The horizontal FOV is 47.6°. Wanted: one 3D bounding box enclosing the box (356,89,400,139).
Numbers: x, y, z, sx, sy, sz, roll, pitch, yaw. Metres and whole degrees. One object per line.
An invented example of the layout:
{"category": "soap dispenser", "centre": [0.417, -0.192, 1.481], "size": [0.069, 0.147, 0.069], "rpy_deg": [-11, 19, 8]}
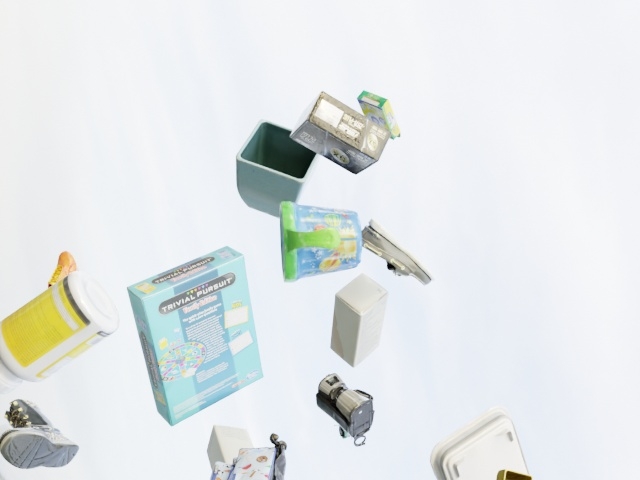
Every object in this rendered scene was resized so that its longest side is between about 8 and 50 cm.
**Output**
{"category": "box", "centre": [0.185, -0.383, 2.266], "size": [0.105, 0.043, 0.179], "rpy_deg": [29, -15, 35]}

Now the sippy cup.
{"category": "sippy cup", "centre": [0.000, 0.000, 2.075], "size": [0.305, 0.223, 0.240], "rpy_deg": [-100, -171, -56]}

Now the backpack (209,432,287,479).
{"category": "backpack", "centre": [-0.160, 0.627, 1.661], "size": [0.263, 0.213, 0.277], "rpy_deg": [-107, -172, -78]}

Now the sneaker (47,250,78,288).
{"category": "sneaker", "centre": [-0.695, 0.105, 1.950], "size": [0.067, 0.064, 0.175], "rpy_deg": [46, 35, -57]}

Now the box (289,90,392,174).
{"category": "box", "centre": [0.042, -0.232, 1.596], "size": [0.078, 0.180, 0.147], "rpy_deg": [-64, -167, -14]}

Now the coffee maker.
{"category": "coffee maker", "centre": [0.071, 0.530, 2.279], "size": [0.178, 0.120, 0.171], "rpy_deg": [32, -68, 45]}

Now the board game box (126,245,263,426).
{"category": "board game box", "centre": [-0.272, 0.213, 1.634], "size": [0.079, 0.253, 0.336], "rpy_deg": [25, -50, 47]}

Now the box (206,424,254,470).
{"category": "box", "centre": [-0.240, 0.622, 2.026], "size": [0.275, 0.113, 0.094], "rpy_deg": [-139, -116, -70]}

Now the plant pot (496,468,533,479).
{"category": "plant pot", "centre": [0.505, 0.657, 1.933], "size": [0.083, 0.081, 0.082], "rpy_deg": [127, -22, -70]}

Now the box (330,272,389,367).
{"category": "box", "centre": [0.128, 0.274, 2.459], "size": [0.121, 0.148, 0.311], "rpy_deg": [37, -36, 27]}

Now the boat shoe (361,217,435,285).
{"category": "boat shoe", "centre": [0.231, 0.052, 2.215], "size": [0.091, 0.305, 0.109], "rpy_deg": [-48, -153, 5]}

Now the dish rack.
{"category": "dish rack", "centre": [0.480, 0.672, 2.085], "size": [0.072, 0.285, 0.333], "rpy_deg": [25, -41, 62]}

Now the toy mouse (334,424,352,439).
{"category": "toy mouse", "centre": [0.079, 0.609, 2.451], "size": [0.143, 0.031, 0.161], "rpy_deg": [118, -38, -57]}

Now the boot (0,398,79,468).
{"category": "boot", "centre": [-0.679, 0.434, 1.656], "size": [0.178, 0.085, 0.236], "rpy_deg": [34, -7, 28]}

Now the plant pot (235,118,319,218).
{"category": "plant pot", "centre": [-0.154, -0.224, 2.533], "size": [0.252, 0.247, 0.247], "rpy_deg": [106, 6, -46]}

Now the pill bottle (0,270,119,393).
{"category": "pill bottle", "centre": [-0.382, 0.131, 1.009], "size": [0.103, 0.184, 0.103], "rpy_deg": [56, 2, -2]}
